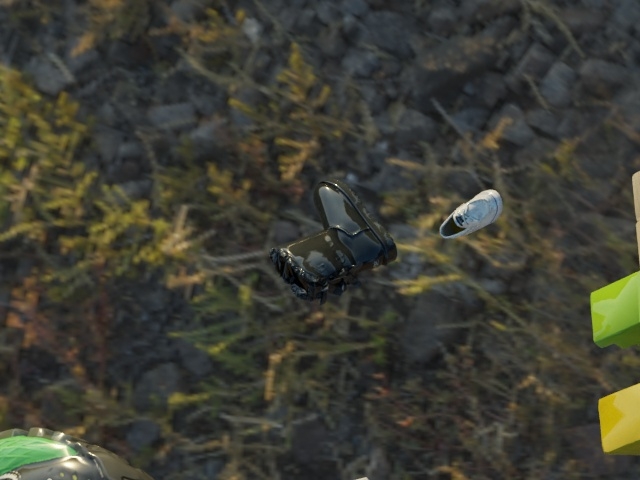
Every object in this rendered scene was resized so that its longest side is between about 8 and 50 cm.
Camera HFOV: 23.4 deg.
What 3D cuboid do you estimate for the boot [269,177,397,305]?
[{"bbox_3d":[0.000,0.000,1.395,0.099,0.045,0.121,-25,52,-24],"label":"boot"}]

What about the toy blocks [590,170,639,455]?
[{"bbox_3d":[0.369,0.102,1.214,0.190,0.261,0.381,-28,44,35],"label":"toy blocks"}]

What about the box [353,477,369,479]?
[{"bbox_3d":[-0.004,0.366,1.681,0.181,0.182,0.119,-49,69,17],"label":"box"}]

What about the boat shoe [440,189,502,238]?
[{"bbox_3d":[0.167,-0.027,1.743,0.100,0.035,0.035,-34,80,56],"label":"boat shoe"}]

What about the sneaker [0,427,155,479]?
[{"bbox_3d":[-0.190,0.231,0.784,0.134,0.146,0.343,36,115,-16],"label":"sneaker"}]
